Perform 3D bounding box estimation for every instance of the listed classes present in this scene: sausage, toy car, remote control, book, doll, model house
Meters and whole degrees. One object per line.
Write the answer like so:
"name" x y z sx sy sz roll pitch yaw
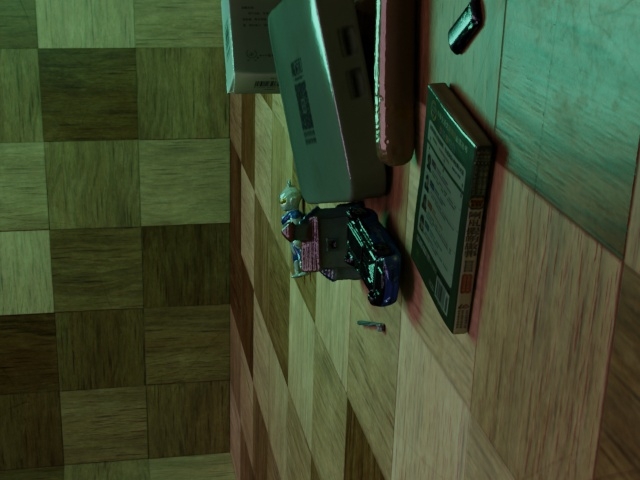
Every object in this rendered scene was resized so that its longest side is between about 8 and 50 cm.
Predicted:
"sausage" 0.108 -0.256 1.514 0.066 0.066 0.301 -138 49 -75
"toy car" 0.089 0.024 1.661 0.216 0.063 0.103 -121 30 -57
"remote control" 0.174 -0.261 1.290 0.096 0.014 0.039 130 137 -72
"book" 0.163 -0.043 1.356 0.202 0.027 0.264 -109 19 -59
"doll" -0.063 -0.027 2.453 0.114 0.057 0.227 151 114 -82
"model house" 0.000 0.000 1.889 0.119 0.149 0.148 -178 88 -80

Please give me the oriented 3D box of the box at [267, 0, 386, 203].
"box" 0.010 -0.250 1.824 0.367 0.090 0.373 -174 73 -75

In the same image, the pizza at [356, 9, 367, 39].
"pizza" 0.044 -0.372 1.857 0.178 0.041 0.131 100 157 -55

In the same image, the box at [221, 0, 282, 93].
"box" -0.093 -0.450 2.133 0.106 0.200 0.299 126 140 -71

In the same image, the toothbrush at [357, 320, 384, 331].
"toothbrush" 0.086 0.147 1.833 0.167 0.011 0.014 169 93 -79
